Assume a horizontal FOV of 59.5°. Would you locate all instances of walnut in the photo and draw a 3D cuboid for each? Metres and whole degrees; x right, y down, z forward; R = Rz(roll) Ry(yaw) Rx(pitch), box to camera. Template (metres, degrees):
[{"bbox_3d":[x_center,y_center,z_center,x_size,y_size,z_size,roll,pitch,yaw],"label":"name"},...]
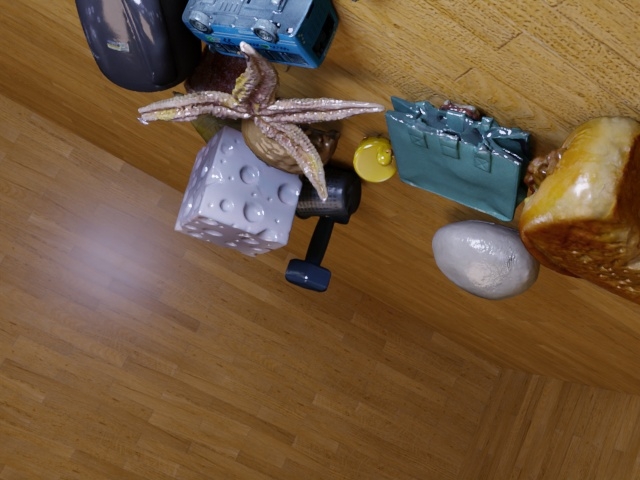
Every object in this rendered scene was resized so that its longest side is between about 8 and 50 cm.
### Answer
[{"bbox_3d":[-0.090,-0.234,1.310,0.238,0.141,0.204,26,-165,16],"label":"walnut"}]

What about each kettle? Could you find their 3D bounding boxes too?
[{"bbox_3d":[-0.313,-0.405,0.970,0.268,0.207,0.290,61,165,18],"label":"kettle"}]

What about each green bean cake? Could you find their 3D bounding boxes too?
[{"bbox_3d":[-0.212,-0.345,1.211,0.135,0.136,0.056,32,168,-28],"label":"green bean cake"}]

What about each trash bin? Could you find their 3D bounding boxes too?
[{"bbox_3d":[0.022,-0.137,1.567,0.161,0.175,0.175,7,159,30],"label":"trash bin"}]

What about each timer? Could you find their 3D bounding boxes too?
[{"bbox_3d":[0.127,-0.178,1.264,0.107,0.109,0.107,4,127,6],"label":"timer"}]

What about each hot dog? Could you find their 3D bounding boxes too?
[{"bbox_3d":[0.478,-0.034,0.948,0.405,0.185,0.223,35,163,-32],"label":"hot dog"}]

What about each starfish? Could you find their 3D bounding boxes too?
[{"bbox_3d":[-0.114,-0.232,1.093,0.398,0.132,0.384,32,157,-23],"label":"starfish"}]

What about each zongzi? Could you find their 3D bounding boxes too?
[{"bbox_3d":[-0.259,-0.326,1.513,0.228,0.115,0.256,3,142,47],"label":"zongzi"}]

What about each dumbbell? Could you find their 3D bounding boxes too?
[{"bbox_3d":[0.000,0.000,1.775,0.156,0.316,0.143,12,167,31],"label":"dumbbell"}]

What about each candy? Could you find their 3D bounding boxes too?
[{"bbox_3d":[0.420,0.054,1.450,0.295,0.185,0.295,20,170,4],"label":"candy"}]

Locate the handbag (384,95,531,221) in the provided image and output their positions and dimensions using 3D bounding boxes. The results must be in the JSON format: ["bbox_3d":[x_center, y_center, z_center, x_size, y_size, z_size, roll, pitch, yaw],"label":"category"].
[{"bbox_3d":[0.272,-0.163,1.073,0.268,0.100,0.274,25,167,27],"label":"handbag"}]

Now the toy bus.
[{"bbox_3d":[-0.102,-0.370,0.938,0.246,0.113,0.134,18,171,29],"label":"toy bus"}]

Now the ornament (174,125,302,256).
[{"bbox_3d":[-0.210,-0.116,1.466,0.240,0.239,0.240,20,163,-24],"label":"ornament"}]
